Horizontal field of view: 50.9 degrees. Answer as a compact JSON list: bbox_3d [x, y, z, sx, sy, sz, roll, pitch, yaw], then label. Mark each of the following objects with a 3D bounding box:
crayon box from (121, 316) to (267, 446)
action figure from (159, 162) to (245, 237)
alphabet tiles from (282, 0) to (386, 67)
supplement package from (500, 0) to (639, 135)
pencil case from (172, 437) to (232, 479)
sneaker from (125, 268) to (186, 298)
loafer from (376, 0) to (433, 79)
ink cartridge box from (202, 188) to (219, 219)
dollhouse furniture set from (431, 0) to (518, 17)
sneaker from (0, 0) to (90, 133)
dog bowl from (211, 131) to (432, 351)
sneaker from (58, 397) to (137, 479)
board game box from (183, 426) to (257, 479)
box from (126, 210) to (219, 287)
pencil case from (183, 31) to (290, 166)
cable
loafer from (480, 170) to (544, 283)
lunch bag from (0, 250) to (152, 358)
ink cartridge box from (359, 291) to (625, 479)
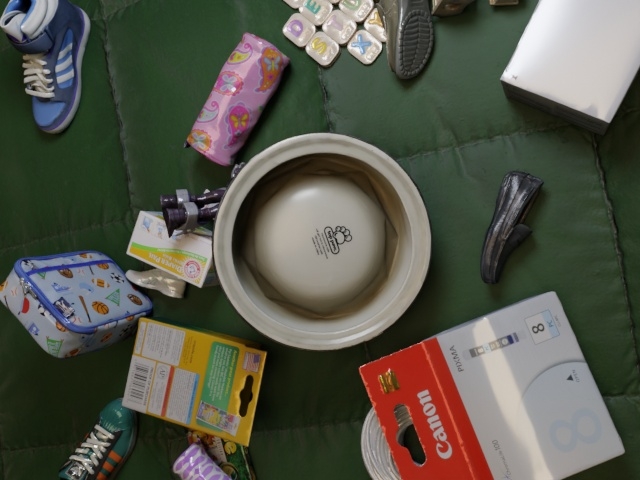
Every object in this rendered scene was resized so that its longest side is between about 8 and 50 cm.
[{"bbox_3d":[-0.260,0.299,1.461,0.323,0.083,0.203,11,88,23],"label":"crayon box"},{"bbox_3d":[-0.191,-0.082,1.425,0.285,0.099,0.185,-12,52,-14],"label":"action figure"},{"bbox_3d":[0.052,-0.514,1.415,0.278,0.021,0.284,43,103,15],"label":"alphabet tiles"},{"bbox_3d":[0.476,-0.354,1.201,0.204,0.145,0.262,28,99,17],"label":"supplement package"},{"bbox_3d":[-0.223,0.528,1.448,0.206,0.086,0.088,40,68,13],"label":"pencil case"},{"bbox_3d":[-0.376,0.087,1.551,0.152,0.054,0.061,16,86,13],"label":"sneaker"},{"bbox_3d":[0.165,-0.449,1.341,0.087,0.094,0.251,18,111,55],"label":"loafer"},{"bbox_3d":[-0.231,-0.073,1.508,0.083,0.028,0.048,37,101,16],"label":"ink cartridge box"},{"bbox_3d":[0.297,-0.543,1.311,0.161,0.101,0.182,-4,88,-5],"label":"dollhouse furniture set"},{"bbox_3d":[-0.663,-0.422,1.550,0.130,0.236,0.323,17,95,19],"label":"sneaker"},{"bbox_3d":[0.000,0.000,1.303,0.408,0.150,0.408,0,95,-4],"label":"dog bowl"},{"bbox_3d":[-0.526,0.511,1.561,0.108,0.121,0.302,27,98,17],"label":"sneaker"},{"bbox_3d":[-0.237,0.436,1.510,0.136,0.030,0.259,-19,84,16],"label":"board game box"},{"bbox_3d":[-0.303,0.018,1.489,0.203,0.114,0.103,22,98,17],"label":"box"},{"bbox_3d":[-0.178,-0.298,1.447,0.124,0.124,0.284,33,101,17],"label":"pencil case"},{"bbox_3d":[0.210,0.404,1.322,0.257,0.089,0.257,32,99,17],"label":"cable"},{"bbox_3d":[0.361,-0.021,1.276,0.078,0.076,0.223,17,92,26],"label":"loafer"},{"bbox_3d":[-0.533,0.125,1.469,0.243,0.303,0.115,45,107,14],"label":"lunch bag"},{"bbox_3d":[0.304,0.301,1.218,0.385,0.091,0.308,-20,83,-6],"label":"ink cartridge box"}]
